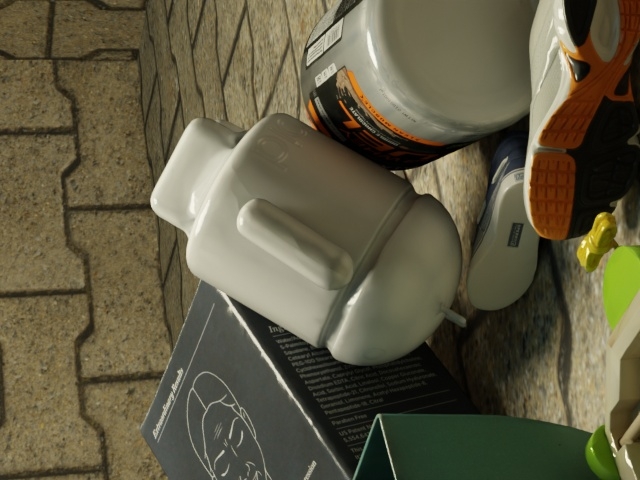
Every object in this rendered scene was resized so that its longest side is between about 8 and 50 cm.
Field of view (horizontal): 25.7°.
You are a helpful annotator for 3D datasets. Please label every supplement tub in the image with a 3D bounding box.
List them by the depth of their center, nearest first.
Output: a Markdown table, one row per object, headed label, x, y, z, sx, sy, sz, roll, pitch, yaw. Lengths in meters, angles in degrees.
| label | x | y | z | sx | sy | sz | roll | pitch | yaw |
| --- | --- | --- | --- | --- | --- | --- | --- | --- | --- |
| supplement tub | 0.100 | -0.187 | 1.473 | 0.338 | 0.207 | 0.207 | 158 | 109 | -75 |

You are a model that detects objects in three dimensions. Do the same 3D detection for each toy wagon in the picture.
| label | x | y | z | sx | sy | sz | roll | pitch | yaw |
| --- | --- | --- | --- | --- | --- | --- | --- | --- | --- |
| toy wagon | 0.287 | 0.124 | 1.098 | 0.267 | 0.068 | 0.344 | 108 | 156 | -51 |

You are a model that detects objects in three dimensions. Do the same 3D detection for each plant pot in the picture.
| label | x | y | z | sx | sy | sz | roll | pitch | yaw |
| --- | --- | --- | --- | --- | --- | --- | --- | --- | --- |
| plant pot | 0.163 | 0.256 | 1.250 | 0.166 | 0.234 | 0.165 | 104 | 157 | -48 |

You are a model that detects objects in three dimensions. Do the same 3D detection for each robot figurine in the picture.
| label | x | y | z | sx | sy | sz | roll | pitch | yaw |
| --- | --- | --- | --- | --- | --- | --- | --- | --- | --- |
| robot figurine | 0.000 | 0.000 | 1.482 | 0.200 | 0.353 | 0.300 | -62 | -7 | 11 |

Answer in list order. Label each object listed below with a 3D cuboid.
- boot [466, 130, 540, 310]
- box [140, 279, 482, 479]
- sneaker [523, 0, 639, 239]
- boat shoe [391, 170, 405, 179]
| label | x | y | z | sx | sy | sz | roll | pitch | yaw |
| --- | --- | --- | --- | --- | --- | --- | --- | --- | --- |
| boot | 0.194 | -0.019 | 1.448 | 0.086 | 0.069 | 0.190 | -89 | 11 | -47 |
| box | 0.002 | 0.245 | 1.596 | 0.395 | 0.212 | 0.293 | 53 | 135 | 33 |
| sneaker | 0.228 | -0.133 | 1.256 | 0.121 | 0.099 | 0.262 | -123 | 41 | -75 |
| boat shoe | 0.070 | -0.064 | 1.843 | 0.226 | 0.075 | 0.083 | -115 | 28 | -55 |
